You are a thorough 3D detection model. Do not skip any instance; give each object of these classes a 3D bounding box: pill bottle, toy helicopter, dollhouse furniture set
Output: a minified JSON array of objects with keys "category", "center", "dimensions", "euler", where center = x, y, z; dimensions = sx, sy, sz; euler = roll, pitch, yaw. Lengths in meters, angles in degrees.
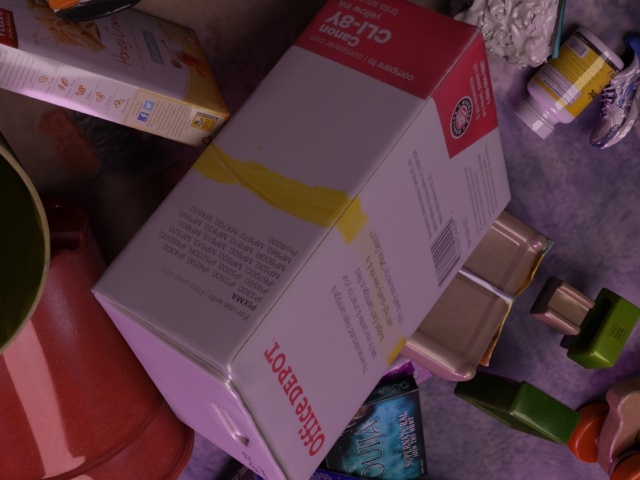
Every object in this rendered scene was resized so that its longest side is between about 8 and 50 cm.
[{"category":"pill bottle","center":[0.263,-0.167,1.415],"dimensions":[0.065,0.065,0.116],"euler":[35,105,-34]},{"category":"toy helicopter","center":[0.472,0.173,1.670],"dimensions":[0.235,0.140,0.355],"euler":[0,118,-23]},{"category":"dollhouse furniture set","center":[0.186,0.077,1.539],"dimensions":[0.301,0.151,0.198],"euler":[32,83,-16]}]

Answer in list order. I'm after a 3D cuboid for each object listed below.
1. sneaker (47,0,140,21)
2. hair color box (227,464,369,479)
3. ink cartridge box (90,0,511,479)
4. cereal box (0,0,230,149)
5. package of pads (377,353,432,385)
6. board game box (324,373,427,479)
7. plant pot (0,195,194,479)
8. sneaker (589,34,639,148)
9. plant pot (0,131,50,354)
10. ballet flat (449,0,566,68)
[{"category":"sneaker","center":[-0.137,-0.283,1.176],"dimensions":[0.262,0.121,0.099],"euler":[-17,165,-35]},{"category":"hair color box","center":[0.018,0.385,1.627],"dimensions":[0.338,0.110,0.185],"euler":[19,127,-28]},{"category":"ink cartridge box","center":[0.000,0.000,1.220],"dimensions":[0.385,0.160,0.279],"euler":[-53,152,-20]},{"category":"cereal box","center":[-0.210,-0.170,1.169],"dimensions":[0.240,0.173,0.047],"euler":[16,119,-29]},{"category":"package of pads","center":[0.087,0.160,1.577],"dimensions":[0.083,0.032,0.050],"euler":[-30,129,0]},{"category":"board game box","center":[0.063,0.244,1.599],"dimensions":[0.126,0.026,0.186],"euler":[-17,137,-6]},{"category":"plant pot","center":[-0.286,0.116,1.285],"dimensions":[0.272,0.272,0.265],"euler":[-18,117,-9]},{"category":"sneaker","center":[0.326,-0.167,1.456],"dimensions":[0.058,0.052,0.135],"euler":[22,104,-20]},{"category":"plant pot","center":[-0.384,-0.058,1.099],"dimensions":[0.274,0.293,0.275],"euler":[-10,124,-15]},{"category":"ballet flat","center":[0.202,-0.354,1.241],"dimensions":[0.147,0.147,0.409],"euler":[-1,121,-20]}]
